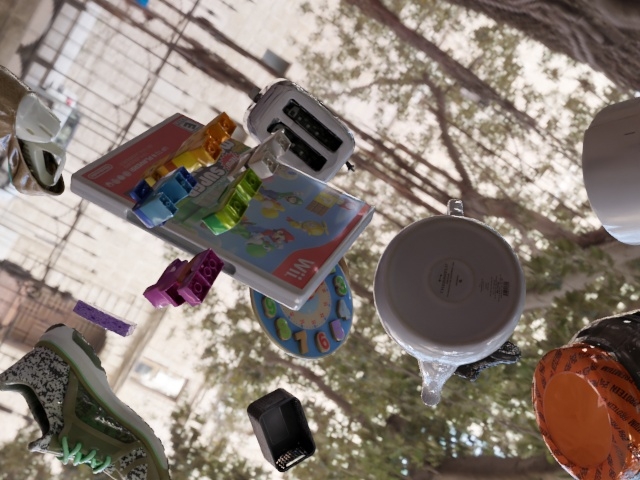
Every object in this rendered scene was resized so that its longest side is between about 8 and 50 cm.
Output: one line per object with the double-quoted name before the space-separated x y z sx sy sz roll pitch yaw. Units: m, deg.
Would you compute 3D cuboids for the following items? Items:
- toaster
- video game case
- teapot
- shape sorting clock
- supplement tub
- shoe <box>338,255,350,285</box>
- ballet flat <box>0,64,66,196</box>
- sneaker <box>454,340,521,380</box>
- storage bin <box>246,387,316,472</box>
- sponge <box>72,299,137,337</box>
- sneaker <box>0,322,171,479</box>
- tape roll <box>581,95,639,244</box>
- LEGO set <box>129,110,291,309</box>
"toaster" -0.029 -0.176 1.236 0.129 0.227 0.146 -49 -171 5
"video game case" -0.102 -0.047 0.827 0.204 0.285 0.025 -48 161 -51
"teapot" 0.202 0.087 1.185 0.256 0.252 0.187 -35 162 -9
"shape sorting clock" -0.025 0.091 1.183 0.040 0.206 0.206 -34 -147 46
"supplement tub" 0.450 0.179 0.908 0.207 0.338 0.207 171 -90 -69
"shoe" 0.000 0.000 1.291 0.076 0.219 0.058 -15 -159 28
"ballet flat" -0.547 -0.192 1.383 0.342 0.124 0.116 102 6 -54
"sneaker" 0.302 0.230 1.401 0.170 0.089 0.051 10 -153 34
"storage bin" -0.101 0.490 1.898 0.122 0.180 0.084 -25 -161 -24
"sponge" -0.453 0.166 1.552 0.031 0.117 0.210 -64 -173 -10
"sneaker" -0.440 0.360 1.334 0.182 0.410 0.158 -33 171 -47
"tape roll" 0.564 -0.121 1.165 0.169 0.246 0.246 -9 -127 57
"LEGO set" -0.118 -0.039 0.647 0.093 0.087 0.227 -22 -152 34
